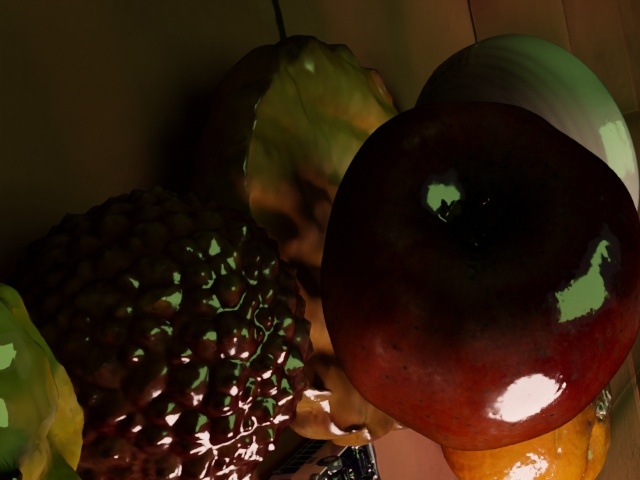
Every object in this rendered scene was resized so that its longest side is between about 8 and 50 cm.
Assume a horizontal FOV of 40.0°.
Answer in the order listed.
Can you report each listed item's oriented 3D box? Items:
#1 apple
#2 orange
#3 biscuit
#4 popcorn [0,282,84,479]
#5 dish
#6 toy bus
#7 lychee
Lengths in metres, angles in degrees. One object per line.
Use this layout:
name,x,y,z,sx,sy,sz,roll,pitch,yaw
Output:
apple,0.105,0.030,0.587,0.234,0.234,0.234,22,64,-54
orange,0.222,0.183,0.948,0.224,0.170,0.224,26,59,-52
biscuit,0.000,0.000,0.711,0.325,0.107,0.326,23,63,-57
popcorn,-0.177,0.111,0.312,0.266,0.192,0.233,42,49,-47
dish,0.157,-0.054,0.867,0.133,0.273,0.274,-21,100,-32
toy bus,0.002,0.189,0.703,0.102,0.058,0.052,-25,103,-62
lychee,-0.086,0.062,0.490,0.188,0.188,0.188,22,64,-54
